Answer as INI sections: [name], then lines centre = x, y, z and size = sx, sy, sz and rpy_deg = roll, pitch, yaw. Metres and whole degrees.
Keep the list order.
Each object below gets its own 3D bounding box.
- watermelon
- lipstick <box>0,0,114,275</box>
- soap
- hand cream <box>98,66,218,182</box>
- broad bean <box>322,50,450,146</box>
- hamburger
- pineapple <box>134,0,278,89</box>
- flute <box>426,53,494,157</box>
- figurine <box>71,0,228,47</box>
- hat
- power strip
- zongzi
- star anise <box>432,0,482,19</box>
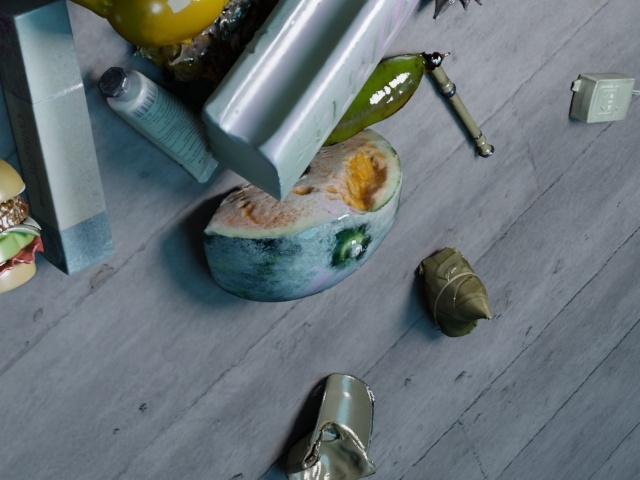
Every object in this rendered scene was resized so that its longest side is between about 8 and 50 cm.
[watermelon]
centre = 0.004, 0.002, 1.671
size = 0.322, 0.175, 0.188
rpy_deg = -30, 130, -28
[lipstick]
centre = -0.292, -0.115, 1.396
size = 0.068, 0.066, 0.317
rpy_deg = -27, 129, -31
[soap]
centre = 0.002, -0.230, 1.518
size = 0.347, 0.115, 0.208
rpy_deg = -56, 174, -11
[hand cream]
centre = -0.179, -0.141, 1.513
size = 0.080, 0.050, 0.234
rpy_deg = -58, 146, -3
[broad bean]
centre = 0.043, -0.180, 1.689
size = 0.339, 0.061, 0.077
rpy_deg = -30, 123, -30
[hamburger]
centre = -0.372, -0.019, 1.306
size = 0.175, 0.175, 0.137
rpy_deg = -21, 114, -35
[pineapple]
centre = -0.123, -0.271, 1.468
size = 0.225, 0.076, 0.224
rpy_deg = -22, 125, -36
[flute]
centre = 0.202, -0.196, 1.863
size = 0.027, 0.027, 0.233
rpy_deg = -51, 137, -9
[figurine]
centre = -0.193, -0.314, 1.281
size = 0.215, 0.215, 0.228
rpy_deg = -29, 128, -30
[hat]
centre = 0.015, 0.288, 1.939
size = 0.147, 0.085, 0.175
rpy_deg = 18, 76, -37
[power strip]
centre = 0.478, -0.237, 2.096
size = 0.175, 0.042, 0.075
rpy_deg = -10, 118, -41
[zongzi]
centre = 0.229, 0.127, 1.962
size = 0.081, 0.178, 0.189
rpy_deg = -25, 131, -10
[star anise]
centre = 0.185, -0.354, 1.729
size = 0.124, 0.056, 0.129
rpy_deg = 36, 83, -37
